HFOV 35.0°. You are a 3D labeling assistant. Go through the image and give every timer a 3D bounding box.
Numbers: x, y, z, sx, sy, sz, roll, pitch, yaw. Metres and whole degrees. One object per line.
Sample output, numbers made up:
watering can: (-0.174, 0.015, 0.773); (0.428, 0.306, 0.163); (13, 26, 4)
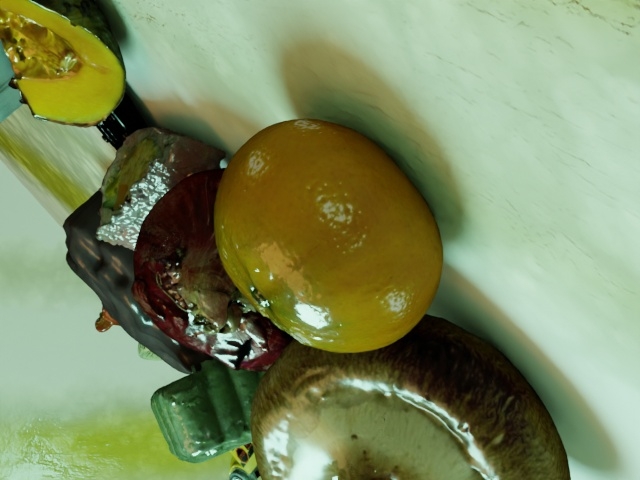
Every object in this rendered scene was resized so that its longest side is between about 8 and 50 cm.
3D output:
timer: (-0.289, -0.171, 1.497); (0.144, 0.055, 0.187); (25, 157, 50)

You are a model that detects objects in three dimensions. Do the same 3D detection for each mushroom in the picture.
mushroom: (0.089, 0.225, 1.076); (0.345, 0.345, 0.239); (54, -171, -22)

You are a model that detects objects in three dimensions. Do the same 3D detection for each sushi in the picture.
sushi: (-0.215, -0.093, 1.368); (0.107, 0.241, 0.161); (22, -140, -28)

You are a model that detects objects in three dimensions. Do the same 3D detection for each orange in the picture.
orange: (0.000, 0.000, 0.940); (0.240, 0.171, 0.240); (44, 165, 15)

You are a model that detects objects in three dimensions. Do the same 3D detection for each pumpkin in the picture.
pumpkin: (-0.322, -0.283, 1.250); (0.169, 0.148, 0.312); (0, 154, 10)

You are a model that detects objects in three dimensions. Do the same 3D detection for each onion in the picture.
onion: (-0.099, 0.050, 1.238); (0.281, 0.221, 0.281); (51, -179, -1)

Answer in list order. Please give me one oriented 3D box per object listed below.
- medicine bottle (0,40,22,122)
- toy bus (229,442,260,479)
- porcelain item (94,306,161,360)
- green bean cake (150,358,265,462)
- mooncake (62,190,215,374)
medicine bottle: (-0.668, -0.320, 1.781); (0.290, 0.245, 0.245); (51, 164, -21)
toy bus: (-0.074, 0.292, 1.680); (0.123, 0.121, 0.335); (45, 136, 12)
porcelain item: (-0.323, 0.112, 1.933); (0.253, 0.253, 0.253); (43, 163, 16)
green bean cake: (-0.110, 0.216, 1.411); (0.125, 0.227, 0.222); (64, 161, 7)
mooncake: (-0.241, 0.062, 1.618); (0.350, 0.212, 0.381); (45, 165, 5)
